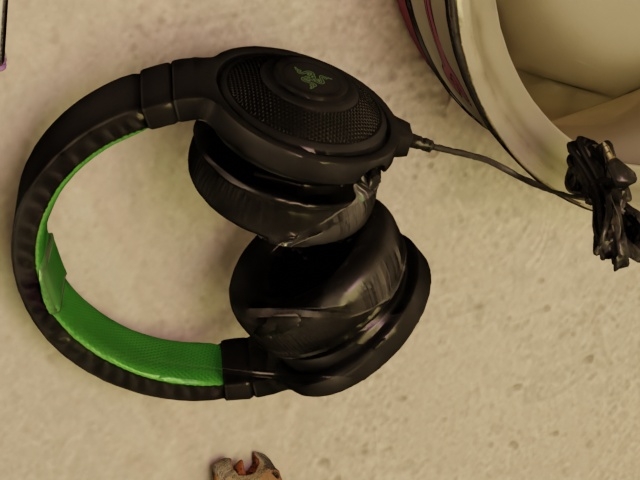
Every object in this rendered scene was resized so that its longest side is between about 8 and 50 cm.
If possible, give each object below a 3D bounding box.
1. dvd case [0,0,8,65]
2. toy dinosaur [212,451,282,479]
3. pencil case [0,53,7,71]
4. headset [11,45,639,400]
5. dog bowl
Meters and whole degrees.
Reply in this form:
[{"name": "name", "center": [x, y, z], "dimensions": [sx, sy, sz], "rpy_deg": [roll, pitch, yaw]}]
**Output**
[{"name": "dvd case", "center": [-0.288, -0.196, 0.940], "dimensions": [0.239, 0.029, 0.179], "rpy_deg": [5, 105, -6]}, {"name": "toy dinosaur", "center": [-0.104, 0.312, 1.236], "dimensions": [0.200, 0.127, 0.295], "rpy_deg": [6, 109, -39]}, {"name": "pencil case", "center": [-0.220, -0.197, 1.003], "dimensions": [0.086, 0.088, 0.206], "rpy_deg": [-22, 122, -53]}, {"name": "headset", "center": [0.000, 0.000, 1.090], "dimensions": [0.394, 0.185, 0.243], "rpy_deg": [-12, 126, 2]}, {"name": "dog bowl", "center": [0.224, -0.229, 1.222], "dimensions": [0.408, 0.150, 0.408], "rpy_deg": [-11, 112, -27]}]
